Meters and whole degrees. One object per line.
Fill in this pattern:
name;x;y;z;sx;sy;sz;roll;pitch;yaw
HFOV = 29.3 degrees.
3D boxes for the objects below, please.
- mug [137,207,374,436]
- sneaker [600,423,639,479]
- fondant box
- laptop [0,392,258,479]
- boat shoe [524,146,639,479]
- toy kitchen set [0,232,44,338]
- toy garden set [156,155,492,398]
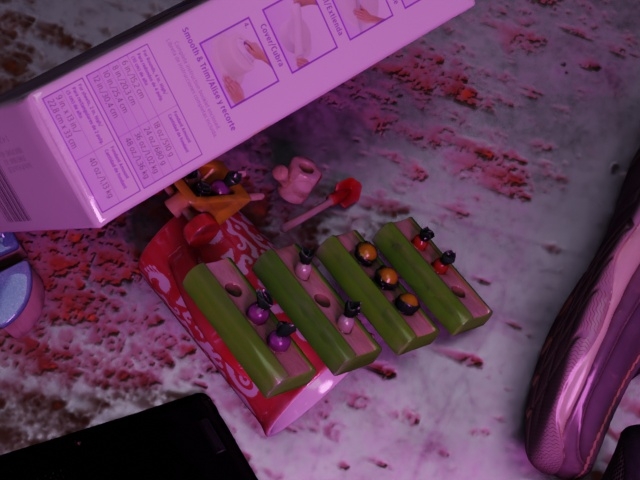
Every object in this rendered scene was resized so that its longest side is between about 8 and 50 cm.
mug;-0.054;0.047;0.944;0.113;0.150;0.169;-39;77;-15
sneaker;0.184;0.231;0.900;0.130;0.087;0.228;11;116;6
fondant box;-0.087;-0.125;0.887;0.330;0.238;0.096;-35;106;-26
laptop;-0.191;0.367;0.855;0.408;0.236;0.382;-13;63;-44
boat shoe;0.278;0.036;0.967;0.130;0.132;0.355;28;78;4
toy kitchen set;-0.330;-0.003;0.952;0.166;0.122;0.207;-26;79;-9
toy garden set;0.000;0.000;0.932;0.244;0.049;0.204;-13;55;-45
